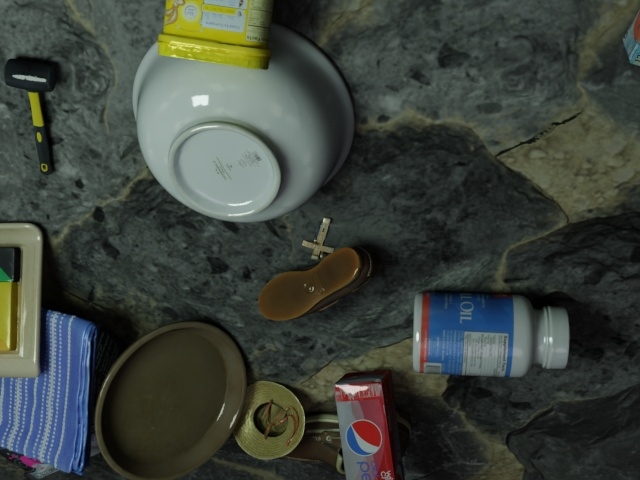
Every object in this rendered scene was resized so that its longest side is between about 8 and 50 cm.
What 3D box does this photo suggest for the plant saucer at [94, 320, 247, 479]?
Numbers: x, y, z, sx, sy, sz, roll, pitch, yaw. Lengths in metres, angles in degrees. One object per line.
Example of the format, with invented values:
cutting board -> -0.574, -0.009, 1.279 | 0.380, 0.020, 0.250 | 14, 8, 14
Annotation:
plant saucer -> -0.244, 0.259, 1.390 | 0.041, 0.278, 0.278 | 20, 147, 48

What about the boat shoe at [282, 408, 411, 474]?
boat shoe -> 0.032, 0.363, 1.508 | 0.257, 0.095, 0.095 | -15, 127, 21

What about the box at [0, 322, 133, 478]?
box -> -0.434, 0.279, 1.463 | 0.247, 0.163, 0.142 | -28, 123, 28

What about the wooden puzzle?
wooden puzzle -> -0.534, 0.093, 1.312 | 0.220, 0.044, 0.239 | -1, 90, 12

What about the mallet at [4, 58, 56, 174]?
mallet -> -0.375, -0.164, 1.161 | 0.062, 0.039, 0.190 | 2, 136, 4

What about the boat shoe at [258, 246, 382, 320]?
boat shoe -> 0.000, 0.069, 1.277 | 0.207, 0.073, 0.073 | -24, 164, 33

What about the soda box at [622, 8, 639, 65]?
soda box -> 0.402, -0.273, 0.924 | 0.062, 0.058, 0.183 | 16, 130, -5

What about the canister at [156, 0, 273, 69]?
canister -> -0.108, -0.283, 0.943 | 0.126, 0.073, 0.170 | 9, 103, 2

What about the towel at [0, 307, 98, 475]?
towel -> -0.489, 0.221, 1.357 | 0.335, 0.040, 0.243 | 8, 95, 29

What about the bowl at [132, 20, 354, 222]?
bowl -> -0.110, -0.123, 1.086 | 0.297, 0.134, 0.298 | 5, 132, 5

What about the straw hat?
straw hat -> -0.081, 0.316, 1.505 | 0.144, 0.145, 0.061 | -16, 169, 21

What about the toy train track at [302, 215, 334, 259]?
toy train track -> 0.000, 0.000, 1.253 | 0.048, 0.014, 0.083 | 14, 131, -4

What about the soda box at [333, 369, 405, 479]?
soda box -> 0.087, 0.352, 1.404 | 0.083, 0.092, 0.264 | -7, 91, 15

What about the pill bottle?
pill bottle -> 0.249, 0.139, 1.263 | 0.221, 0.124, 0.124 | 1, 131, 7
